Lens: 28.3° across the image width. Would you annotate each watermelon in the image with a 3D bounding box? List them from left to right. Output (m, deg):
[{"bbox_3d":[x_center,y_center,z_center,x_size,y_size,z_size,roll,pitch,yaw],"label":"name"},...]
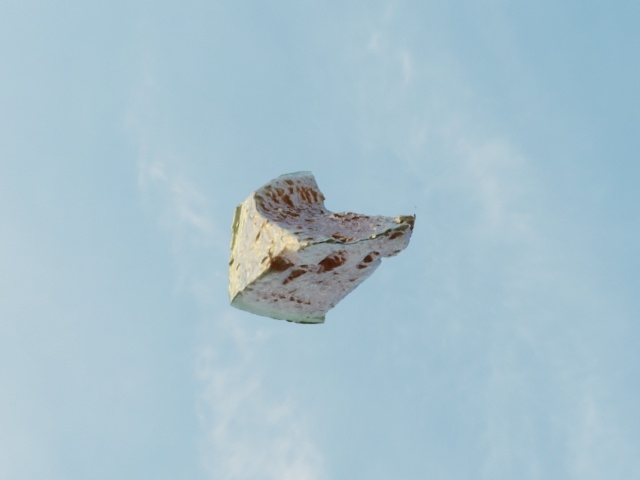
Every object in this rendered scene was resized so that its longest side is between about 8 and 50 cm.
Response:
[{"bbox_3d":[-0.009,0.020,1.014,0.158,0.098,0.121,24,-70,47],"label":"watermelon"}]
